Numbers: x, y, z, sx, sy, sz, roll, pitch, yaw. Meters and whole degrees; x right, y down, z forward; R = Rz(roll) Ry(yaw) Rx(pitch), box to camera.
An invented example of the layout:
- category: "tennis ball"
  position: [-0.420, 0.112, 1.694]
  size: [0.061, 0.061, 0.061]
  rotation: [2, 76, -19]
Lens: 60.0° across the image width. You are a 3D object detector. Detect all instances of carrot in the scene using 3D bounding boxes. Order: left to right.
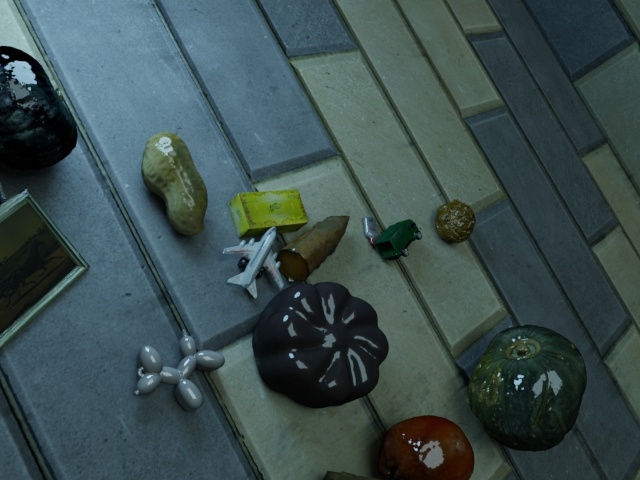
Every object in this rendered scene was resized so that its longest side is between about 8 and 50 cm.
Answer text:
- category: "carrot"
  position: [0.000, 0.000, 1.393]
  size: [0.101, 0.102, 0.263]
  rotation: [51, 48, -4]

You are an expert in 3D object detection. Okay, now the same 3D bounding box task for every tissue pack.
- category: "tissue pack"
  position: [-0.125, -0.068, 1.356]
  size: [0.176, 0.062, 0.095]
  rotation: [-7, 73, -38]

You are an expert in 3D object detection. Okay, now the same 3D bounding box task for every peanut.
- category: "peanut"
  position: [-0.320, -0.122, 1.218]
  size: [0.120, 0.110, 0.236]
  rotation: [-14, 83, -61]

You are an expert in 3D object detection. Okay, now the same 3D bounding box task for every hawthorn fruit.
- category: "hawthorn fruit"
  position: [0.255, 0.494, 1.268]
  size: [0.254, 0.205, 0.205]
  rotation: [-12, 76, -36]

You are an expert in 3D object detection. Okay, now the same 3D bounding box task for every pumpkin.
- category: "pumpkin"
  position: [-0.557, -0.240, 1.026]
  size: [0.163, 0.233, 0.233]
  rotation: [-35, 90, -13]
- category: "pumpkin"
  position: [0.536, 0.388, 1.465]
  size: [0.328, 0.292, 0.257]
  rotation: [-35, 112, -31]

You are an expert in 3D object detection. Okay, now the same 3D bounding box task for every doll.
- category: "doll"
  position: [-0.286, 0.255, 1.087]
  size: [0.160, 0.059, 0.161]
  rotation: [39, 52, -14]

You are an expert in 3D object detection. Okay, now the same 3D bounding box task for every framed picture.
- category: "framed picture"
  position: [-0.547, 0.058, 0.967]
  size: [0.252, 0.014, 0.197]
  rotation: [-55, 131, -38]

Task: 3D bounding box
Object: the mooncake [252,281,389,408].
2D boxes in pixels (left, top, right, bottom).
- category: "mooncake"
  position: [0.007, 0.233, 1.249]
  size: [0.306, 0.154, 0.305]
  rotation: [13, 63, -28]

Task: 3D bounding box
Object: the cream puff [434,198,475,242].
- category: "cream puff"
  position: [0.422, -0.060, 1.714]
  size: [0.126, 0.103, 0.144]
  rotation: [43, 56, -12]

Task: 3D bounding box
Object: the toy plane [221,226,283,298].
- category: "toy plane"
  position: [-0.145, 0.042, 1.283]
  size: [0.162, 0.066, 0.171]
  rotation: [33, 59, -18]

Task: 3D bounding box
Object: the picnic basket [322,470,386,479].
- category: "picnic basket"
  position: [0.134, 0.611, 1.033]
  size: [0.337, 0.337, 0.292]
  rotation: [39, 60, -14]

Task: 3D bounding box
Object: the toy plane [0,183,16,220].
- category: "toy plane"
  position: [-0.612, -0.111, 1.019]
  size: [0.054, 0.078, 0.197]
  rotation: [-18, 81, -39]

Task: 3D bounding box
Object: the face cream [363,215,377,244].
- category: "face cream"
  position: [0.141, -0.027, 1.552]
  size: [0.040, 0.021, 0.083]
  rotation: [11, 62, -31]

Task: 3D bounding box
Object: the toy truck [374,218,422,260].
- category: "toy truck"
  position: [0.223, -0.003, 1.566]
  size: [0.147, 0.065, 0.079]
  rotation: [-43, 110, -42]
